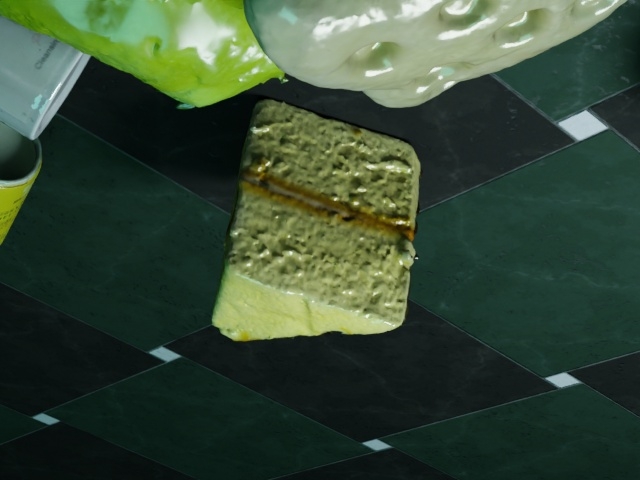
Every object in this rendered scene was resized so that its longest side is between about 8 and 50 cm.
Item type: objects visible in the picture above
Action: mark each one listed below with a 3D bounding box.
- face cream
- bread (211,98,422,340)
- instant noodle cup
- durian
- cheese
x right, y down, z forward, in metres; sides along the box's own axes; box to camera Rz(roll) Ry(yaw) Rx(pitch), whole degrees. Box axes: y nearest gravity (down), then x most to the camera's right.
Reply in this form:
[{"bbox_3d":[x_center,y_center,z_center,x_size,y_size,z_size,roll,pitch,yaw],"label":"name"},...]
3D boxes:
[{"bbox_3d":[-0.431,-0.264,1.270,0.370,0.145,0.145,32,144,-10],"label":"face cream"},{"bbox_3d":[0.000,0.000,1.490,0.236,0.263,0.198,12,151,-6],"label":"bread"},{"bbox_3d":[-0.484,-0.065,1.568,0.215,0.215,0.236,25,134,-25],"label":"instant noodle cup"},{"bbox_3d":[-0.182,-0.248,1.158,0.256,0.204,0.340,1,171,38],"label":"durian"},{"bbox_3d":[0.128,-0.246,1.082,0.328,0.129,0.351,-23,165,25],"label":"cheese"}]
